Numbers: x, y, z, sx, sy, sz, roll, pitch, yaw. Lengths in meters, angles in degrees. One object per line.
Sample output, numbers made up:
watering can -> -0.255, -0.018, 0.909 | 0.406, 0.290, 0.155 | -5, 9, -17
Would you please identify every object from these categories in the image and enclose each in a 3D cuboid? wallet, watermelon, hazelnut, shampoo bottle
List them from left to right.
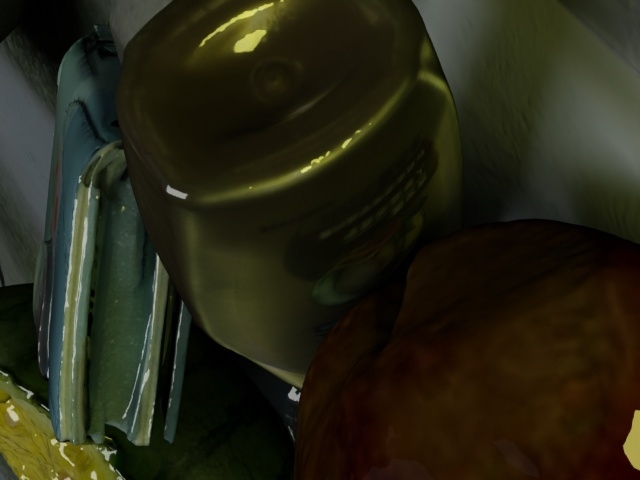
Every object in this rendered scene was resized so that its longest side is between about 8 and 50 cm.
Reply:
wallet -> -0.116, -0.006, 1.036 | 0.250, 0.075, 0.176 | -117, 31, -69
watermelon -> -0.121, 0.147, 1.243 | 0.330, 0.189, 0.331 | 29, 148, 20
shampoo bottle -> 0.000, 0.000, 0.788 | 0.084, 0.125, 0.350 | 58, 174, 20
hazelnut -> 0.086, 0.082, 0.703 | 0.204, 0.178, 0.178 | -32, 86, 40

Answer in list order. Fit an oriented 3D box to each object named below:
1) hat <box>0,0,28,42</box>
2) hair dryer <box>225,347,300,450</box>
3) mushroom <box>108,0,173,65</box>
hat -> -0.264, -0.178, 1.237 | 0.257, 0.130, 0.257 | 46, 156, 27
hair dryer -> -0.007, 0.086, 1.071 | 0.124, 0.071, 0.219 | 51, 164, 33
mushroom -> -0.019, -0.110, 0.790 | 0.118, 0.103, 0.270 | 57, 155, 5
